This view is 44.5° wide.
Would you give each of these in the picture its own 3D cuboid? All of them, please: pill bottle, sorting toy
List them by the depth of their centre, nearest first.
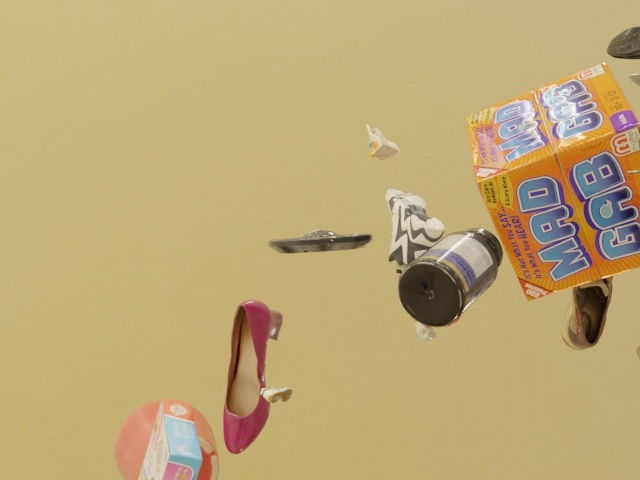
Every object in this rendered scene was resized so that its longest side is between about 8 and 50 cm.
[{"bbox_3d":[0.237,0.056,1.373,0.219,0.123,0.122,-31,-77,-51],"label":"pill bottle"},{"bbox_3d":[0.127,-0.223,1.741,0.083,0.045,0.075,10,-127,-56],"label":"sorting toy"}]

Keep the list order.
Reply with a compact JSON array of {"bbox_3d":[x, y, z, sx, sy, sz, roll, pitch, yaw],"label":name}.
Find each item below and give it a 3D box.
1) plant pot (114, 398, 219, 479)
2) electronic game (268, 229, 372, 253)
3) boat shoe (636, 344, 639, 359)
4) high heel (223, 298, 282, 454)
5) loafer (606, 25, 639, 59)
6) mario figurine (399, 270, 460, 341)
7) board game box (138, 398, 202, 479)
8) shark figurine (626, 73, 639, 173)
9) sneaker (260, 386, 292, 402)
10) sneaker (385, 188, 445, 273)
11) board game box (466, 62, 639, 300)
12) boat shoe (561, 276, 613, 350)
[{"bbox_3d":[-0.381,0.566,2.026,0.243,0.275,0.274,0,112,69],"label":"plant pot"},{"bbox_3d":[0.000,0.000,1.717,0.229,0.229,0.048,-102,8,-88],"label":"electronic game"},{"bbox_3d":[0.833,0.318,1.923,0.048,0.056,0.153,13,-139,-55],"label":"boat shoe"},{"bbox_3d":[-0.198,0.329,1.898,0.181,0.127,0.377,28,-109,-62],"label":"high heel"},{"bbox_3d":[0.573,-0.334,1.353,0.061,0.062,0.170,27,175,-28],"label":"loafer"},{"bbox_3d":[0.311,0.144,2.096,0.320,0.170,0.198,-103,-3,-70],"label":"mario figurine"},{"bbox_3d":[-0.323,0.516,1.576,0.242,0.064,0.316,-135,61,-69],"label":"board game box"},{"bbox_3d":[0.549,-0.155,1.273,0.278,0.116,0.166,52,-164,-64],"label":"shark figurine"},{"bbox_3d":[-0.089,0.307,1.584,0.037,0.031,0.083,24,-175,31],"label":"sneaker"},{"bbox_3d":[0.184,-0.010,1.727,0.235,0.094,0.153,52,129,54],"label":"sneaker"},{"bbox_3d":[0.587,-0.142,1.867,0.356,0.357,0.356,61,-160,-27],"label":"board game box"},{"bbox_3d":[0.723,0.121,2.070,0.123,0.123,0.341,107,179,-80],"label":"boat shoe"}]
